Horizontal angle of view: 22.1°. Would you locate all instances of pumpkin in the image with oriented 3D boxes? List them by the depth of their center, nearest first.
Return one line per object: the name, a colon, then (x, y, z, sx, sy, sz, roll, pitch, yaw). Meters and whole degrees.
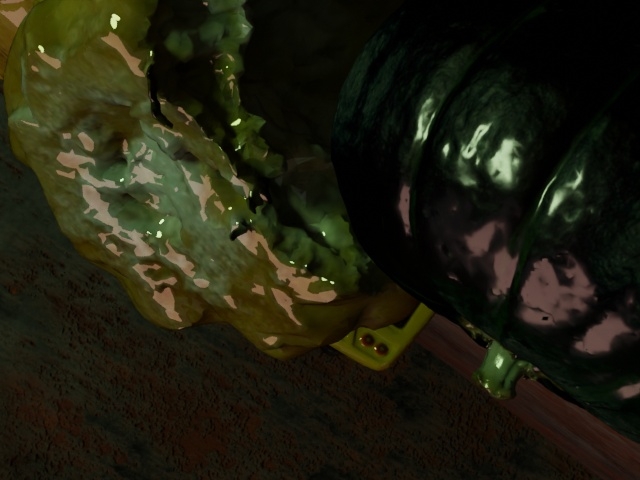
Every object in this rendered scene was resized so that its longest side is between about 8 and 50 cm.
pumpkin: (0.095, -0.007, 0.561, 0.202, 0.140, 0.202, 38, 177, 2)

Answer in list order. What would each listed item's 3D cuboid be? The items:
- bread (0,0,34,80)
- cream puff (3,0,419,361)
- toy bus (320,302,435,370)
bread: (-0.152, -0.156, 0.890, 0.294, 0.132, 0.167, 33, 168, 48)
cream puff: (-0.033, -0.063, 0.702, 0.221, 0.195, 0.195, 60, 165, -25)
toy bus: (0.000, 0.000, 1.232, 0.145, 0.151, 0.331, 34, 175, -11)
